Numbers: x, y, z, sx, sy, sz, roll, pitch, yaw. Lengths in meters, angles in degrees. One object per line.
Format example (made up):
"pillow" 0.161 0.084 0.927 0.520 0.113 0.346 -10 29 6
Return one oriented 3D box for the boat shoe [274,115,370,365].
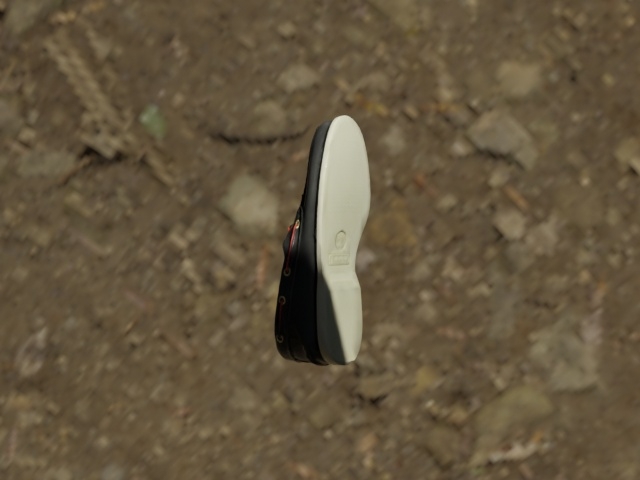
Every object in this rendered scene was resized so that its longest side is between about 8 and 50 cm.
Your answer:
"boat shoe" -0.001 0.000 1.042 0.049 0.042 0.133 11 82 -55
